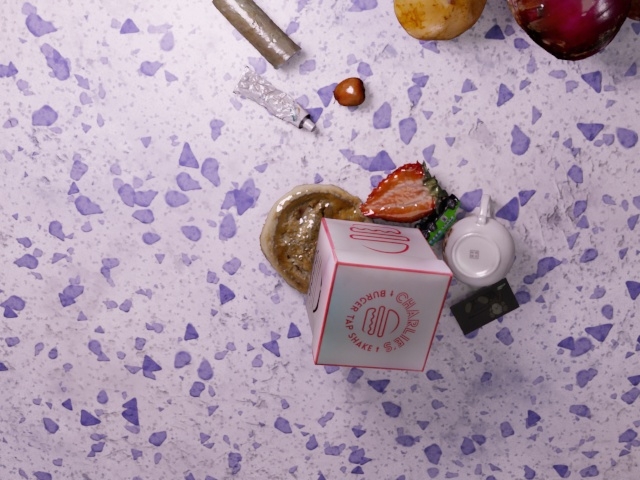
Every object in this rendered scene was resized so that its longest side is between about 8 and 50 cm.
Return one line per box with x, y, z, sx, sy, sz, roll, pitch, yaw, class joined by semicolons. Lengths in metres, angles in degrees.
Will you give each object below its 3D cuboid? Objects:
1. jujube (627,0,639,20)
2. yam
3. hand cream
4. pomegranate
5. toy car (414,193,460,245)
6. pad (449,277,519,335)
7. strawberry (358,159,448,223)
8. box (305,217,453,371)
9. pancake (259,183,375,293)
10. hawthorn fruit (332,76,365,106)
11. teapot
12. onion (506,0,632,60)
0.855;-0.692;1.618;0.174;0.174;0.251;15;103;-2;jujube
-0.174;-0.577;1.707;0.259;0.093;0.093;44;101;-9;yam
-0.120;-0.385;1.775;0.257;0.050;0.084;32;101;0;hand cream
0.306;-0.629;1.622;0.248;0.248;0.248;0;104;1;pomegranate
0.344;-0.060;1.837;0.062;0.071;0.165;35;102;-22;toy car
0.496;0.201;1.912;0.190;0.004;0.127;-29;118;8;pad
0.235;-0.117;1.811;0.228;0.098;0.174;-35;100;12;strawberry
0.137;0.141;1.727;0.312;0.300;0.315;6;115;-12;box
0.000;-0.001;1.854;0.356;0.065;0.356;-1;103;-5;pancake
0.076;-0.407;1.751;0.093;0.081;0.081;-9;104;16;hawthorn fruit
0.456;0.018;1.818;0.204;0.139;0.298;15;108;20;teapot
0.652;-0.636;1.537;0.385;0.348;0.348;-24;103;25;onion
